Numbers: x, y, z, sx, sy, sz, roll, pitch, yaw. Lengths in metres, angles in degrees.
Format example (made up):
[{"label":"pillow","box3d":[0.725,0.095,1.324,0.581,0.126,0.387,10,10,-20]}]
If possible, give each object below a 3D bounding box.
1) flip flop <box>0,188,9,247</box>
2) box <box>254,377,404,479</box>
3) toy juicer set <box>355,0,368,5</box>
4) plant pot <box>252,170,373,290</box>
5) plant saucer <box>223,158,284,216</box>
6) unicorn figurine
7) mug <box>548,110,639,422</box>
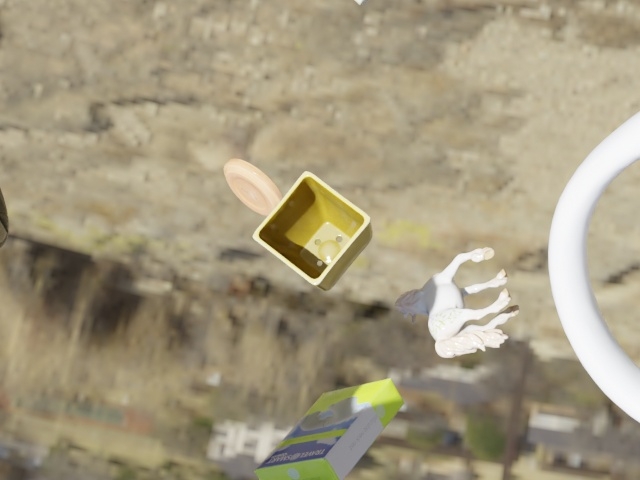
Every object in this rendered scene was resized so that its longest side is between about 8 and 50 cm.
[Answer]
[{"label":"flip flop","box3d":[-0.443,-0.110,2.088,0.080,0.277,0.112,-21,177,21]},{"label":"box","box3d":[0.006,0.224,1.979,0.109,0.178,0.042,-17,109,40]},{"label":"toy juicer set","box3d":[0.082,-0.328,1.654,0.329,0.089,0.209,-22,103,49]},{"label":"plant pot","box3d":[0.000,0.000,1.673,0.081,0.081,0.083,38,174,20]},{"label":"plant saucer","box3d":[-0.073,-0.055,1.948,0.083,0.013,0.083,35,156,18]},{"label":"unicorn figurine","box3d":[0.121,0.058,1.639,0.111,0.162,0.060,-27,106,11]},{"label":"mug","box3d":[0.311,-0.008,1.051,0.374,0.276,0.328,-25,97,28]}]
